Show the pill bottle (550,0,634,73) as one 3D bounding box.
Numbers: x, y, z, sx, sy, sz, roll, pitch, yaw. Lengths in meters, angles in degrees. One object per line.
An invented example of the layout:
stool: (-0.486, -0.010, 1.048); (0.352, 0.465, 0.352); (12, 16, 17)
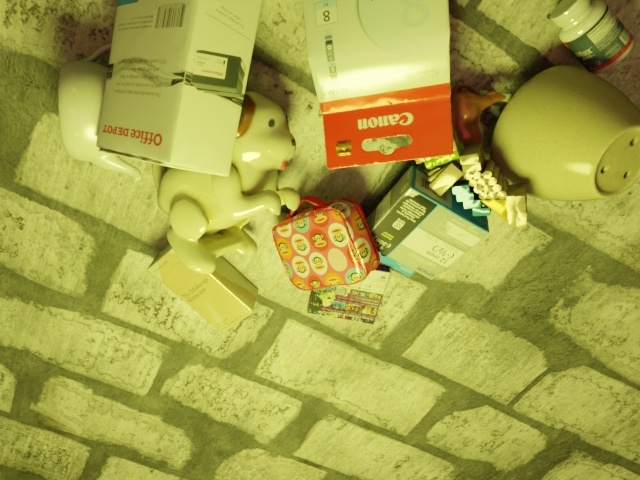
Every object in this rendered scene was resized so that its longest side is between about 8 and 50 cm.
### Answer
pill bottle: (0.633, -0.494, 1.004); (0.180, 0.108, 0.108); (35, 112, -16)

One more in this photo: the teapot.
teapot: (-0.519, -0.314, 1.048); (0.186, 0.253, 0.256); (-1, 133, -20)

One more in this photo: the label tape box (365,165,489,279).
label tape box: (0.255, -0.007, 1.205); (0.249, 0.115, 0.348); (27, 131, -12)

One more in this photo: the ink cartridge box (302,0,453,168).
ink cartridge box: (0.131, -0.370, 0.950); (0.307, 0.091, 0.386); (-4, 96, 15)

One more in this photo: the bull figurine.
bull figurine: (0.394, -0.254, 1.135); (0.188, 0.101, 0.311); (-7, 123, -4)

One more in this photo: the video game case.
video game case: (0.087, 0.162, 1.382); (0.231, 0.042, 0.211); (10, 117, -5)

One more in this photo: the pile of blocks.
pile of blocks: (0.368, -0.168, 1.061); (0.362, 0.113, 0.149); (45, 128, -1)

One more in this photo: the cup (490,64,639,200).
cup: (0.622, -0.226, 1.018); (0.330, 0.237, 0.332); (-10, 122, -17)

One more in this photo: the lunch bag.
lunch bag: (0.000, 0.000, 1.188); (0.292, 0.120, 0.259); (-12, 107, 42)

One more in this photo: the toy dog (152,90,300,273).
toy dog: (-0.222, -0.184, 1.108); (0.395, 0.284, 0.408); (48, 115, 18)

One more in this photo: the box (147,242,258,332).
box: (-0.355, 0.124, 1.319); (0.148, 0.121, 0.311); (-38, 111, 19)

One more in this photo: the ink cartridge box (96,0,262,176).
ink cartridge box: (-0.308, -0.357, 0.909); (0.285, 0.166, 0.396); (17, 98, 34)
